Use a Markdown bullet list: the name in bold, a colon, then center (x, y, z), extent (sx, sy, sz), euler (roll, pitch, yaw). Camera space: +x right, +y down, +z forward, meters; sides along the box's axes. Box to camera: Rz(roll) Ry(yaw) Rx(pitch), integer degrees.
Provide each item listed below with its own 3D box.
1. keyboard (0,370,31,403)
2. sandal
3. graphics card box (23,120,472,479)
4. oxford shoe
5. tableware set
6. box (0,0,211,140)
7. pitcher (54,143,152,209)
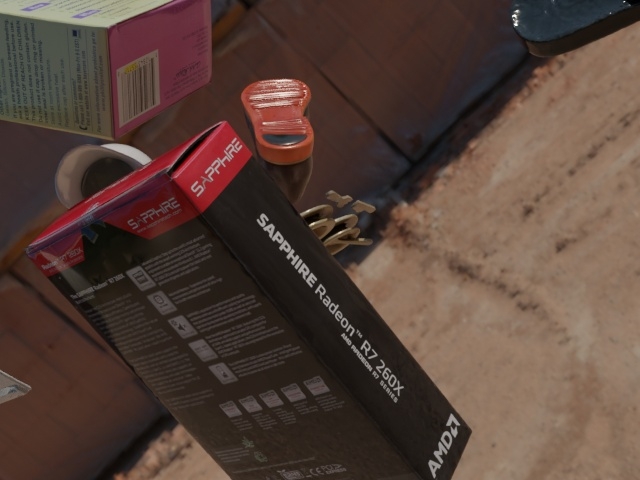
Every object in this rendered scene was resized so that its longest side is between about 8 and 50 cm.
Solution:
- **keyboard**: center (-0.525, 0.230, 1.547), extent (0.256, 0.072, 0.014), euler (-23, 34, 43)
- **sandal**: center (0.471, -0.404, 1.426), extent (0.445, 0.107, 0.168), euler (-28, 49, 8)
- **graphics card box**: center (-0.063, 0.092, 0.917), extent (0.232, 0.371, 0.094), euler (-23, 22, 43)
- **oxford shoe**: center (-0.058, -0.145, 1.408), extent (0.096, 0.098, 0.271), euler (-4, 31, -1)
- **tableware set**: center (0.000, 0.000, 1.256), extent (0.128, 0.039, 0.194), euler (-35, -14, 13)
- **box**: center (-0.272, -0.210, 1.101), extent (0.242, 0.117, 0.213), euler (12, 28, 18)
- **pitcher**: center (-0.236, -0.057, 1.300), extent (0.207, 0.177, 0.126), euler (165, 120, -82)
